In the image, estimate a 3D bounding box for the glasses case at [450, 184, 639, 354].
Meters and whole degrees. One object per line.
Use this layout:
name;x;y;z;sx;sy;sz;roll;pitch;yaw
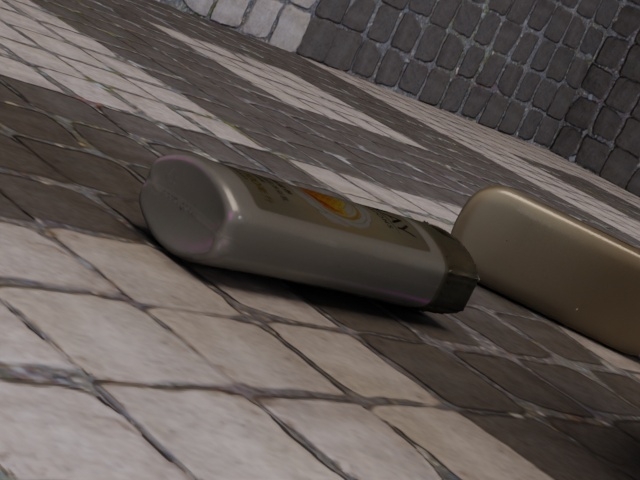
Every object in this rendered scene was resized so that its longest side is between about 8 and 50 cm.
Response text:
glasses case;0.201;0.023;1.078;0.196;0.083;0.050;27;9;3

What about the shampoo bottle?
shampoo bottle;0.000;0.000;0.806;0.227;0.056;0.086;14;16;-45
